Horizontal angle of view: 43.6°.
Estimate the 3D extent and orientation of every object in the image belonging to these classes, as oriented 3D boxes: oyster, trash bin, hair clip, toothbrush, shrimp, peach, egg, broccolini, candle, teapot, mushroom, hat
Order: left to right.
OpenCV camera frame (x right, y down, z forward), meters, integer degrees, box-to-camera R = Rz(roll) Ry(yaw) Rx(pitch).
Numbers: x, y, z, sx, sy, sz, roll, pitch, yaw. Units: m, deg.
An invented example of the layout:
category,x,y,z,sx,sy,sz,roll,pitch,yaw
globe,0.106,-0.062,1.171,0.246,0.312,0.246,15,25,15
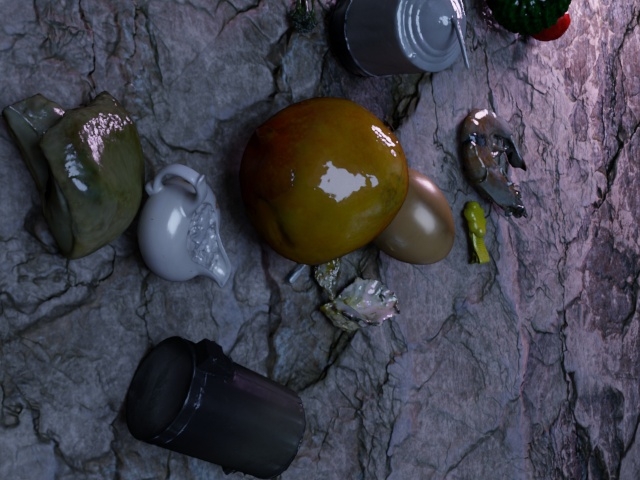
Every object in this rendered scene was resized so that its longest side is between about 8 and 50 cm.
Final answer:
category,x,y,z,sx,sy,sz,roll,pitch,yaw
mushroom,-0.392,-0.137,1.397,0.218,0.212,0.291,-29,102,-28
teapot,-0.255,-0.027,1.506,0.298,0.140,0.204,77,34,-49
trash bin,-0.194,0.330,1.555,0.252,0.203,0.302,-45,128,16
broccolini,-0.046,-0.569,1.774,0.067,0.058,0.216,3,80,-74
toothbrush,0.000,0.000,1.826,0.263,0.026,0.022,-52,127,-26
peach,0.004,-0.123,1.652,0.373,0.290,0.372,-25,140,-22
oyster,0.020,0.046,1.827,0.121,0.045,0.146,50,60,-32
oyster,0.099,0.160,1.887,0.132,0.072,0.209,51,41,5
candle,0.188,-0.478,1.778,0.221,0.343,0.221,-5,99,-37
egg,0.209,-0.050,1.876,0.244,0.201,0.201,45,60,2
hair clip,0.421,-0.021,2.164,0.072,0.046,0.173,-9,95,-43
shrimp,0.497,-0.208,2.211,0.360,0.085,0.247,55,52,-22
hat,0.596,-0.677,2.217,0.274,0.242,0.332,-55,149,1
